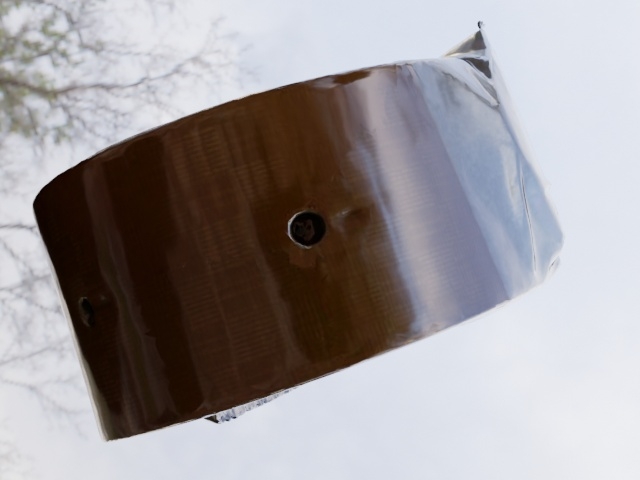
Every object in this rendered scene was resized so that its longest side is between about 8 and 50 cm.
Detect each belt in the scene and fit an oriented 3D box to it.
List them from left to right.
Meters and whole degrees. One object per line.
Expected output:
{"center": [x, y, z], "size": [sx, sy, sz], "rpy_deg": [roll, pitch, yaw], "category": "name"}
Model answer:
{"center": [0.000, 0.000, 0.445], "size": [0.184, 0.261, 0.105], "rpy_deg": [-22, -96, 19], "category": "belt"}
